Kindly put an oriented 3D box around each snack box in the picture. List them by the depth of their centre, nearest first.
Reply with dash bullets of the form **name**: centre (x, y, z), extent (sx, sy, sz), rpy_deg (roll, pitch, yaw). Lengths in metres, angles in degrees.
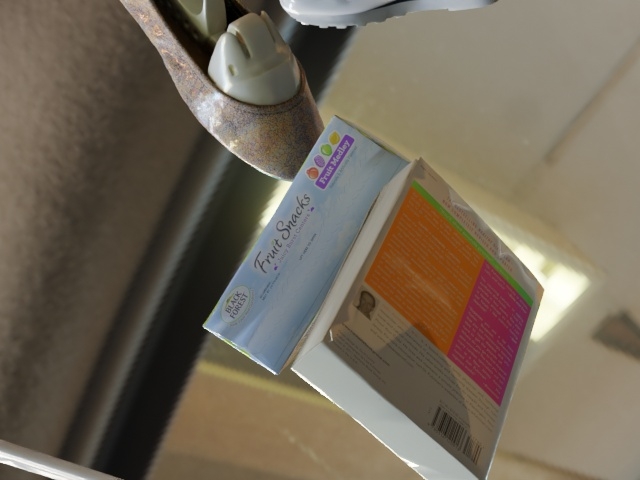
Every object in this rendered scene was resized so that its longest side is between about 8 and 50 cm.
- **snack box**: centre (0.000, 0.000, 1.164), extent (0.174, 0.070, 0.207), rpy_deg (-58, -3, 4)

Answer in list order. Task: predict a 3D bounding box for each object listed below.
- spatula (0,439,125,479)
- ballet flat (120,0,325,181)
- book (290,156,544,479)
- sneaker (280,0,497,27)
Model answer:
- **spatula**: centre (-0.081, 0.168, 0.874), extent (0.242, 0.019, 0.168), rpy_deg (19, -33, -3)
- **ballet flat**: centre (-0.096, -0.187, 1.442), extent (0.107, 0.316, 0.106), rpy_deg (-31, -21, -31)
- **book**: centre (0.052, 0.038, 0.722), extent (0.096, 0.144, 0.035), rpy_deg (41, -53, -10)
- **sneaker**: centre (0.070, -0.277, 1.568), extent (0.235, 0.090, 0.095), rpy_deg (-11, -44, 5)
